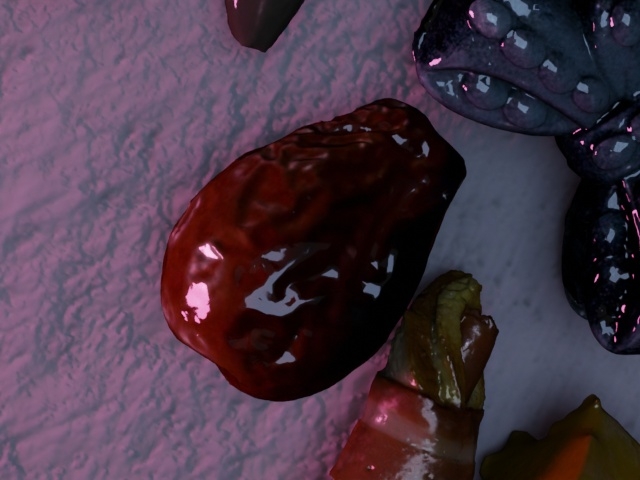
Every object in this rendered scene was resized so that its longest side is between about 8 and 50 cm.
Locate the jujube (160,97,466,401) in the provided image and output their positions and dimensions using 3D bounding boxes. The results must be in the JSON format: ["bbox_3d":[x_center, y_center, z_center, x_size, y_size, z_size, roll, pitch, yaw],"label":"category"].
[{"bbox_3d":[0.000,0.000,0.910,0.236,0.168,0.168,-44,100,-7],"label":"jujube"}]

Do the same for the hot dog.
[{"bbox_3d":[0.071,0.151,0.950,0.093,0.123,0.261,25,93,15],"label":"hot dog"}]

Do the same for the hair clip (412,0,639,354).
[{"bbox_3d":[0.214,-0.084,0.924,0.206,0.194,0.310,-33,102,10],"label":"hair clip"}]

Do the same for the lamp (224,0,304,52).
[{"bbox_3d":[-0.025,-0.255,0.902,0.101,0.101,0.250,10,102,-8],"label":"lamp"}]

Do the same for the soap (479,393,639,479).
[{"bbox_3d":[0.213,0.299,0.929,0.281,0.143,0.259,44,48,-13],"label":"soap"}]
